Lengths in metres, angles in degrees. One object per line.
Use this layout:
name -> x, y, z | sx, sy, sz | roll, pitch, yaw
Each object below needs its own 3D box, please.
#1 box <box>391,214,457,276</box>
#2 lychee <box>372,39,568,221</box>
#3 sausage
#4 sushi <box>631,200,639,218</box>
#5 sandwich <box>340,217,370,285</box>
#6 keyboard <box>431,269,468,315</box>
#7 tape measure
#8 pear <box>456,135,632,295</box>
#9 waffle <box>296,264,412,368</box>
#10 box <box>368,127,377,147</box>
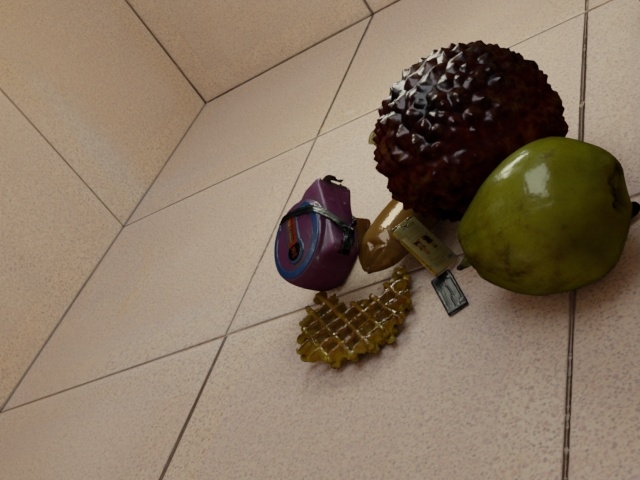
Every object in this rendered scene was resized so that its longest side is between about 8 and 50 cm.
box -> 0.235, 0.011, 2.019 | 0.073, 0.149, 0.020 | -35, -21, -26
lychee -> 0.344, -0.242, 1.983 | 0.500, 0.424, 0.425 | -34, 19, -35
sausage -> 0.206, -0.048, 2.138 | 0.134, 0.116, 0.354 | 11, 42, 35
sushi -> 0.596, -0.045, 1.764 | 0.083, 0.044, 0.046 | -35, 3, 1
sandwich -> 0.045, 0.014, 2.316 | 0.094, 0.096, 0.258 | -25, 25, 37
keyboard -> 0.279, 0.112, 1.930 | 0.053, 0.010, 0.155 | -34, 25, 9
tape measure -> 0.000, 0.000, 2.154 | 0.245, 0.149, 0.231 | -43, 45, 38
pear -> 0.410, -0.028, 1.681 | 0.375, 0.287, 0.287 | -31, 24, 33
waffle -> 0.080, 0.185, 2.008 | 0.293, 0.069, 0.259 | -19, 32, 28
box -> 0.225, -0.331, 2.648 | 0.177, 0.111, 0.111 | -25, 28, 24
